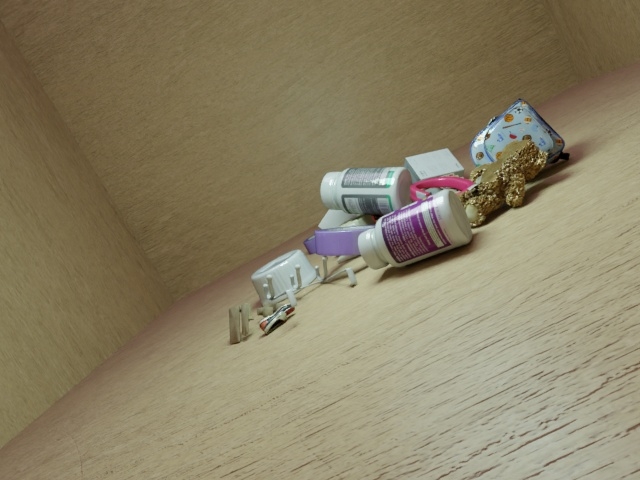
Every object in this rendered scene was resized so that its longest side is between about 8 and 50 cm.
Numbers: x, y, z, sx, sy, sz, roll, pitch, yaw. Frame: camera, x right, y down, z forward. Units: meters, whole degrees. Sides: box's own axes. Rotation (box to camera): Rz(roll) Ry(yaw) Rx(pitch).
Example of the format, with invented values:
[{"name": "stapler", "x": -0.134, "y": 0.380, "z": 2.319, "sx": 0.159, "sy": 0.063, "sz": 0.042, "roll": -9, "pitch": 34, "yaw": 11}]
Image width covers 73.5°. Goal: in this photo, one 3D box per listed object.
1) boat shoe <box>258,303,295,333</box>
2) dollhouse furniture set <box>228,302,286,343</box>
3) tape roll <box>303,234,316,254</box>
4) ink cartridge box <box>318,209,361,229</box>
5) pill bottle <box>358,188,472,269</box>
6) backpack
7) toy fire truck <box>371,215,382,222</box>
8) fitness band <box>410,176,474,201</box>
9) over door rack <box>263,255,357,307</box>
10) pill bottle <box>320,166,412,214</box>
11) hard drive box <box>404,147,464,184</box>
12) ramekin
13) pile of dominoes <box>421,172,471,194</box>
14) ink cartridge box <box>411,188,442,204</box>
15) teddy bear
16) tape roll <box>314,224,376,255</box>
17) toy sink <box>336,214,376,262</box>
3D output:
[{"name": "boat shoe", "x": -0.136, "y": 0.256, "z": 1.409, "sx": 0.137, "sy": 0.049, "sz": 0.043, "roll": -30, "pitch": 49, "yaw": -25}, {"name": "dollhouse furniture set", "x": -0.219, "y": 0.293, "z": 1.517, "sx": 0.151, "sy": 0.123, "sz": 0.144, "roll": 13, "pitch": -25, "yaw": -43}, {"name": "tape roll", "x": 0.000, "y": 0.000, "z": 2.467, "sx": 0.189, "sy": 0.080, "sz": 0.189, "roll": -28, "pitch": 8, "yaw": 4}, {"name": "ink cartridge box", "x": 0.118, "y": -0.115, "z": 2.252, "sx": 0.171, "sy": 0.168, "sz": 0.232, "roll": -56, "pitch": -1, "yaw": 18}, {"name": "pill bottle", "x": 0.267, "y": -0.019, "z": 1.254, "sx": 0.302, "sy": 0.169, "sz": 0.169, "roll": -24, "pitch": 9, "yaw": 31}, {"name": "backpack", "x": 0.666, "y": -0.320, "z": 1.491, "sx": 0.263, "sy": 0.276, "sz": 0.213, "roll": -43, "pitch": -19, "yaw": 29}, {"name": "toy fire truck", "x": 0.285, "y": -0.127, "z": 2.380, "sx": 0.135, "sy": 0.047, "sz": 0.192, "roll": -33, "pitch": 7, "yaw": -18}, {"name": "fitness band", "x": 0.469, "y": -0.192, "z": 1.659, "sx": 0.209, "sy": 0.054, "sz": 0.291, "roll": -14, "pitch": 19, "yaw": -7}, {"name": "over door rack", "x": -0.052, "y": 0.134, "z": 1.482, "sx": 0.240, "sy": 0.108, "sz": 0.324, "roll": -18, "pitch": 3, "yaw": -21}, {"name": "pill bottle", "x": 0.195, "y": -0.213, "z": 1.848, "sx": 0.361, "sy": 0.204, "sz": 0.204, "roll": 5, "pitch": 27, "yaw": 32}, {"name": "hard drive box", "x": 0.555, "y": -0.347, "z": 2.111, "sx": 0.232, "sy": 0.089, "sz": 0.181, "roll": -14, "pitch": 50, "yaw": -8}, {"name": "ramekin", "x": -0.162, "y": 0.152, "z": 1.835, "sx": 0.277, "sy": 0.135, "sz": 0.277, "roll": -29, "pitch": 8, "yaw": 4}, {"name": "pile of dominoes", "x": 0.528, "y": -0.225, "z": 1.798, "sx": 0.196, "sy": 0.040, "sz": 0.251, "roll": -28, "pitch": 31, "yaw": -5}, {"name": "ink cartridge box", "x": 0.440, "y": -0.172, "z": 1.953, "sx": 0.209, "sy": 0.086, "sz": 0.153, "roll": -30, "pitch": 8, "yaw": -15}, {"name": "teddy bear", "x": 0.551, "y": -0.166, "z": 1.347, "sx": 0.338, "sy": 0.113, "sz": 0.245, "roll": -49, "pitch": 19, "yaw": -17}, {"name": "tape roll", "x": 0.116, "y": -0.004, "z": 1.626, "sx": 0.275, "sy": 0.090, "sz": 0.275, "roll": -4, "pitch": 5, "yaw": 0}, {"name": "toy sink", "x": 0.142, "y": -0.021, "z": 1.876, "sx": 0.153, "sy": 0.131, "sz": 0.234, "roll": -25, "pitch": 8, "yaw": 30}]
